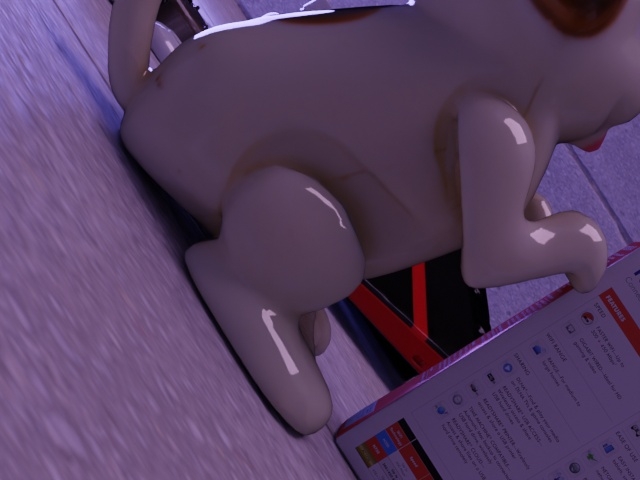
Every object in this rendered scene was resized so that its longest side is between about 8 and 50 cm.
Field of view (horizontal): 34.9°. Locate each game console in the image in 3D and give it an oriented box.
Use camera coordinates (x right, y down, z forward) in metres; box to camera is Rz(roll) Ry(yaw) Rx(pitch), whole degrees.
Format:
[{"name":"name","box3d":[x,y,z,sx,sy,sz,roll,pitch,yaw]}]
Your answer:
[{"name":"game console","box3d":[0.122,0.033,1.431,0.342,0.060,0.387,43,26,-22]}]

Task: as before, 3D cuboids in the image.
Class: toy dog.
[{"name":"toy dog","box3d":[0.075,-0.113,0.815,0.395,0.408,0.284,57,5,0]}]

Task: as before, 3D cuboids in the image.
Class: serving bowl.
[{"name":"serving bowl","box3d":[-0.178,-0.227,1.202,0.083,0.027,0.083,57,5,-8]}]

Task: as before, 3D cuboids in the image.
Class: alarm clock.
[{"name":"alarm clock","box3d":[-0.178,-0.271,1.293,0.192,0.064,0.129,60,6,0]}]

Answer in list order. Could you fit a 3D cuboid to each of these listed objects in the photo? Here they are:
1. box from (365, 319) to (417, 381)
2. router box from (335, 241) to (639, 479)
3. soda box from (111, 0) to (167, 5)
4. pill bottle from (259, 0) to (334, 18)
[{"name":"box","box3d":[0.130,0.120,1.558,0.156,0.093,0.158,58,7,4]},{"name":"router box","box3d":[0.227,0.220,0.831,0.335,0.301,0.082,58,7,5]},{"name":"soda box","box3d":[-0.225,-0.316,1.160,0.060,0.053,0.169,52,8,-43]},{"name":"pill bottle","box3d":[-0.056,-0.153,0.995,0.108,0.193,0.108,56,6,-10]}]
